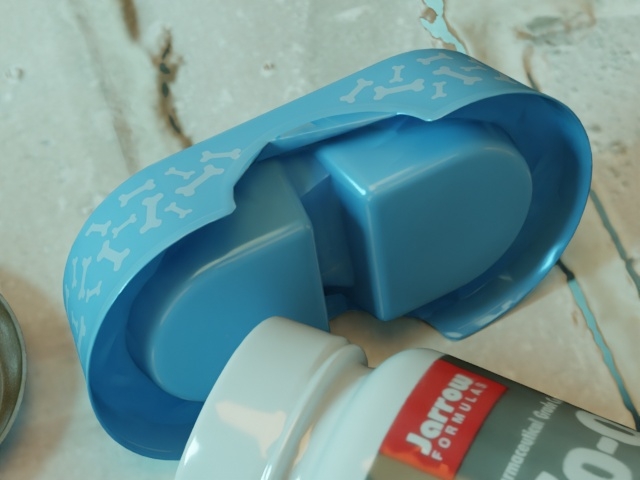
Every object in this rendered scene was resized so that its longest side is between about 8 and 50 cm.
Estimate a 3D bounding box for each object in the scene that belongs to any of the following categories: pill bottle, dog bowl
[{"bbox_3d":[0.080,0.147,0.930,0.283,0.161,0.161,22,58,15],"label":"pill bottle"},{"bbox_3d":[0.000,0.000,1.041,0.297,0.166,0.074,-25,47,-15],"label":"dog bowl"}]

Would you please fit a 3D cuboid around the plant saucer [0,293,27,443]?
[{"bbox_3d":[-0.240,0.080,1.062,0.168,0.029,0.168,0,55,0],"label":"plant saucer"}]
